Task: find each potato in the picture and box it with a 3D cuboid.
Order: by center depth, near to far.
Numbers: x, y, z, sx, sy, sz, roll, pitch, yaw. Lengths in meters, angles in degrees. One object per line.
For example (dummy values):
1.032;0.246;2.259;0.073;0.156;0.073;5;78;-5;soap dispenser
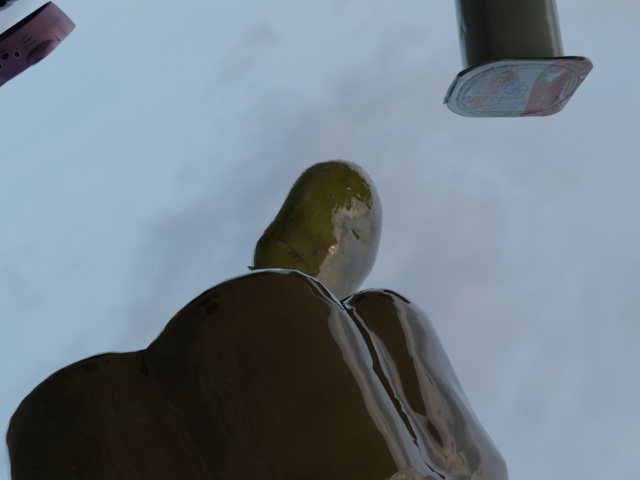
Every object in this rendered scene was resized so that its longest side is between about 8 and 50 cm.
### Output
0.000;0.000;1.680;0.143;0.169;0.248;5;-123;32;potato

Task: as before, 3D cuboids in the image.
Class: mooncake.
-0.064;0.246;1.171;0.467;0.467;0.262;-35;-121;11;mooncake

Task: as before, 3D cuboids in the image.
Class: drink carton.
0.269;-0.296;1.759;0.185;0.191;0.190;113;-26;-75;drink carton

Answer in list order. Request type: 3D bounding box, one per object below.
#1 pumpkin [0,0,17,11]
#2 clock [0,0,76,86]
-0.507;-0.439;1.737;0.250;0.250;0.216;-29;-167;21;pumpkin
-0.428;-0.274;1.743;0.152;0.050;0.110;-27;-156;25;clock
